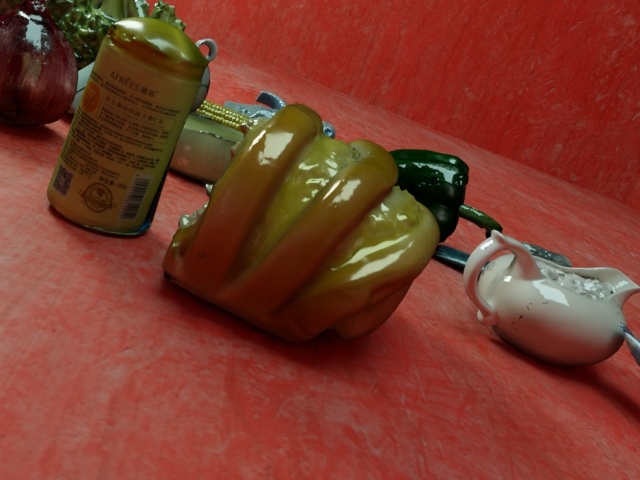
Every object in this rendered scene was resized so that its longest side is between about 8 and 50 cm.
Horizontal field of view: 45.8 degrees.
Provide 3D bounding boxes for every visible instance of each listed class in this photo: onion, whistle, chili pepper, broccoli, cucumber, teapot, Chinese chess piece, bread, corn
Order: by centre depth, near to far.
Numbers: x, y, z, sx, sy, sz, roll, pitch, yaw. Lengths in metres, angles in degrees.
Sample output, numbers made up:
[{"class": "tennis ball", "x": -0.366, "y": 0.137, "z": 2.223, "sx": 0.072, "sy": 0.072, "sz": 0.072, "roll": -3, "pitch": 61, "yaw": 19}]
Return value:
[{"class": "bread", "x": -0.004, "y": -0.029, "z": 0.838, "sx": 0.270, "sy": 0.211, "sz": 0.315, "roll": 25, "pitch": 25, "yaw": 6}, {"class": "teapot", "x": 0.315, "y": 0.079, "z": 1.053, "sx": 0.300, "sy": 0.166, "sz": 0.208, "roll": 24, "pitch": 25, "yaw": -35}, {"class": "onion", "x": -0.414, "y": -0.259, "z": 1.069, "sx": 0.159, "sy": 0.195, "sz": 0.159, "roll": 17, "pitch": 8, "yaw": -2}, {"class": "Chinese chess piece", "x": -0.187, "y": -0.149, "z": 1.232, "sx": 0.188, "sy": 0.083, "sz": 0.188, "roll": 19, "pitch": 14, "yaw": -5}, {"class": "whistle", "x": -0.293, "y": -0.262, "z": 1.297, "sx": 0.163, "sy": 0.290, "sz": 0.163, "roll": 44, "pitch": -19, "yaw": 20}, {"class": "chili pepper", "x": 0.208, "y": -0.074, "z": 1.356, "sx": 0.261, "sy": 0.165, "sz": 0.174, "roll": 11, "pitch": 9, "yaw": 1}, {"class": "corn", "x": -0.185, "y": -0.210, "z": 1.415, "sx": 0.248, "sy": 0.081, "sz": 0.081, "roll": 23, "pitch": 16, "yaw": 0}, {"class": "broccoli", "x": -0.433, "y": -0.413, "z": 1.430, "sx": 0.338, "sy": 0.317, "sz": 0.277, "roll": 58, "pitch": -11, "yaw": -21}, {"class": "cucumber", "x": 0.422, "y": 0.046, "z": 1.458, "sx": 0.112, "sy": 0.064, "sz": 0.064, "roll": 18, "pitch": 17, "yaw": -8}, {"class": "whistle", "x": -0.084, "y": -0.241, "z": 1.626, "sx": 0.269, "sy": 0.093, "sz": 0.180, "roll": 18, "pitch": 42, "yaw": -12}]

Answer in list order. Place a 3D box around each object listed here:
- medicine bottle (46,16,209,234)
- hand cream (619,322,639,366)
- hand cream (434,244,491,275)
[{"class": "medicine bottle", "x": -0.215, "y": -0.132, "z": 0.855, "sx": 0.124, "sy": 0.239, "sz": 0.124, "roll": 24, "pitch": 15, "yaw": -7}, {"class": "hand cream", "x": 0.457, "y": 0.204, "z": 0.926, "sx": 0.088, "sy": 0.055, "sz": 0.256, "roll": 35, "pitch": 19, "yaw": -45}, {"class": "hand cream", "x": 0.296, "y": 0.055, "z": 1.299, "sx": 0.224, "sy": 0.048, "sz": 0.083, "roll": 23, "pitch": 16, "yaw": 18}]
